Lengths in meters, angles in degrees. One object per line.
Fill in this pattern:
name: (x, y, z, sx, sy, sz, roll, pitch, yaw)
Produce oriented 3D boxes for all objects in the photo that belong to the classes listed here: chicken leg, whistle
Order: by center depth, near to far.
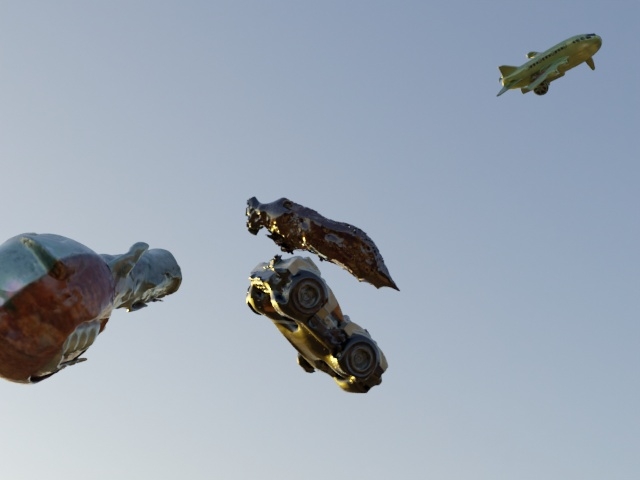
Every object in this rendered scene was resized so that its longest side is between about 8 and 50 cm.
whistle: (-0.236, 0.054, 0.954, 0.134, 0.142, 0.346, 27, 12, 15)
chicken leg: (0.000, 0.000, 1.320, 0.234, 0.063, 0.105, 23, -14, 25)

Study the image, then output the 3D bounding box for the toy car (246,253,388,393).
toy car: (-0.004, 0.151, 1.753, 0.301, 0.118, 0.193, 48, -25, -16)

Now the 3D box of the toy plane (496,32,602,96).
toy plane: (0.224, -0.171, 0.971, 0.111, 0.102, 0.040, -17, -62, 25)
